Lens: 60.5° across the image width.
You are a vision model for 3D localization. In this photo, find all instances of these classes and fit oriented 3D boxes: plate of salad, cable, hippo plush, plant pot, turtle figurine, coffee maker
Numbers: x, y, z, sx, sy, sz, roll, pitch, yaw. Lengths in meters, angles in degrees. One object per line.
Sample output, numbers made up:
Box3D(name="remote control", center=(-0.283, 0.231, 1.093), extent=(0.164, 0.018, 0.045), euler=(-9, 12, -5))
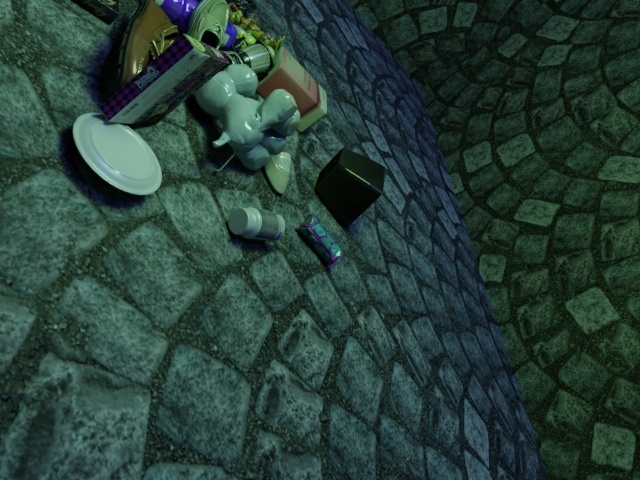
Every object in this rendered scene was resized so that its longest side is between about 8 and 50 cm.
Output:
Box3D(name="plate of salad", center=(-0.406, -0.169, 1.097), extent=(0.200, 0.048, 0.200), euler=(41, 29, -28))
Box3D(name="cable", center=(-0.307, -0.893, 1.988), extent=(0.184, 0.047, 0.150), euler=(41, 23, -12))
Box3D(name="hippo plush", center=(-0.224, -0.330, 1.459), extent=(0.294, 0.234, 0.236), euler=(-36, 73, -22))
Box3D(name="plant pot", center=(0.089, -0.190, 1.822), extent=(0.167, 0.188, 0.187), euler=(36, 33, -14))
Box3D(name="turtle figurine", center=(-0.237, -0.717, 1.871), extent=(0.217, 0.087, 0.269), euler=(30, 15, -5))
Box3D(name="coffee maker", center=(-0.245, -0.492, 1.606), extent=(0.120, 0.171, 0.178), euler=(43, 46, 13))

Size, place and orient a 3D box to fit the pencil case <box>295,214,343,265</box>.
Box3D(name="pencil case", center=(0.000, 0.000, 1.590), extent=(0.152, 0.064, 0.070), euler=(50, 13, -17))

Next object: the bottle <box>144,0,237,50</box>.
Box3D(name="bottle", center=(-0.369, -0.639, 1.567), extent=(0.118, 0.092, 0.283), euler=(39, 16, 30))

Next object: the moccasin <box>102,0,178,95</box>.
Box3D(name="moccasin", center=(-0.406, -0.432, 1.287), extent=(0.147, 0.139, 0.380), euler=(33, 27, -26))

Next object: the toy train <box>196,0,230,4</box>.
Box3D(name="toy train", center=(-0.396, -0.811, 1.713), extent=(0.143, 0.105, 0.248), euler=(53, 26, 11))

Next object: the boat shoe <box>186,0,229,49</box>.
Box3D(name="boat shoe", center=(-0.304, -0.545, 1.480), extent=(0.109, 0.094, 0.302), euler=(47, 53, -48))

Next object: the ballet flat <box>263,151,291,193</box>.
Box3D(name="ballet flat", center=(-0.131, -0.257, 1.611), extent=(0.086, 0.086, 0.248), euler=(16, 50, -53))

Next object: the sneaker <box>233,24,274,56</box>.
Box3D(name="sneaker", center=(-0.254, -0.600, 1.756), extent=(0.240, 0.126, 0.091), euler=(41, 12, 37))

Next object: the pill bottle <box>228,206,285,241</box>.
Box3D(name="pill bottle", center=(-0.157, -0.040, 1.352), extent=(0.137, 0.078, 0.078), euler=(11, 54, -56))

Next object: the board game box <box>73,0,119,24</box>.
Box3D(name="board game box", center=(-0.585, -0.632, 1.269), extent=(0.243, 0.042, 0.165), euler=(25, 42, -48))

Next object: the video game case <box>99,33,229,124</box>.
Box3D(name="video game case", center=(-0.320, -0.329, 1.156), extent=(0.042, 0.232, 0.210), euler=(54, 14, -3))

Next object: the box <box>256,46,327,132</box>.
Box3D(name="box", center=(-0.098, -0.512, 1.870), extent=(0.232, 0.126, 0.149), euler=(39, 33, -33))
